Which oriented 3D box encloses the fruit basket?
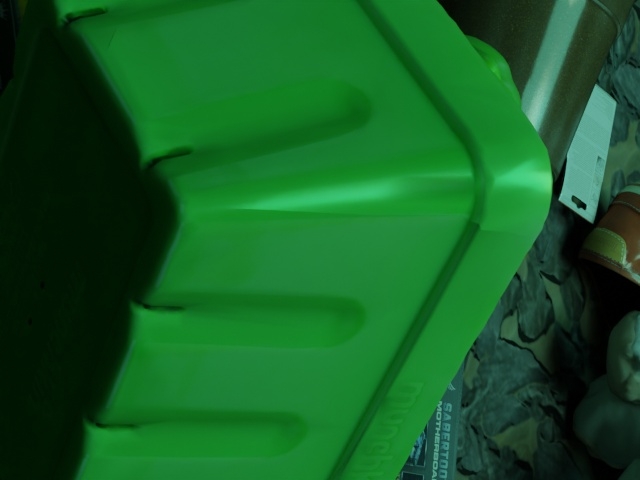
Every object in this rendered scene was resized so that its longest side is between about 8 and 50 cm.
[{"bbox_3d":[0.000,0.000,0.933,0.392,0.392,0.283,17,33,-49],"label":"fruit basket"}]

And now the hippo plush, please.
[{"bbox_3d":[0.339,0.208,1.374,0.236,0.294,0.234,-72,157,-47],"label":"hippo plush"}]

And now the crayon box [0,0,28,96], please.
[{"bbox_3d":[-0.089,-0.161,1.056,0.323,0.083,0.203,-16,102,-50],"label":"crayon box"}]

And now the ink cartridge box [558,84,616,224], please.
[{"bbox_3d":[0.216,-0.077,1.464,0.063,0.029,0.115,29,68,-47],"label":"ink cartridge box"}]

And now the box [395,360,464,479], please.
[{"bbox_3d":[0.018,0.147,1.145,0.183,0.059,0.233,17,75,-49],"label":"box"}]

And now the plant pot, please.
[{"bbox_3d":[0.138,-0.136,1.282,0.167,0.167,0.165,29,76,-46],"label":"plant pot"}]

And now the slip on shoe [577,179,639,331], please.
[{"bbox_3d":[0.312,0.103,1.525,0.101,0.123,0.331,-37,120,-19],"label":"slip on shoe"}]
